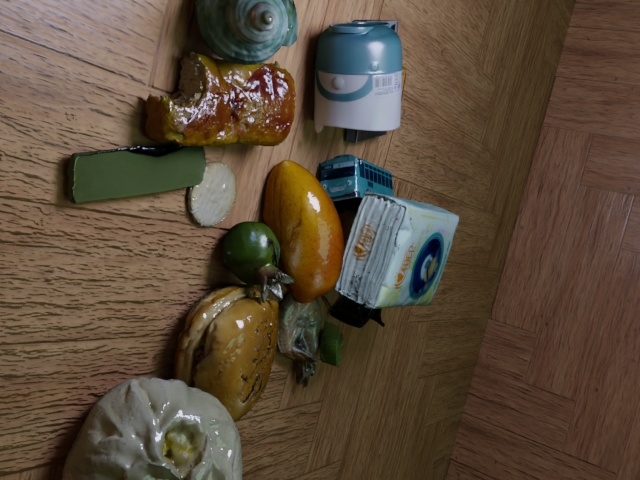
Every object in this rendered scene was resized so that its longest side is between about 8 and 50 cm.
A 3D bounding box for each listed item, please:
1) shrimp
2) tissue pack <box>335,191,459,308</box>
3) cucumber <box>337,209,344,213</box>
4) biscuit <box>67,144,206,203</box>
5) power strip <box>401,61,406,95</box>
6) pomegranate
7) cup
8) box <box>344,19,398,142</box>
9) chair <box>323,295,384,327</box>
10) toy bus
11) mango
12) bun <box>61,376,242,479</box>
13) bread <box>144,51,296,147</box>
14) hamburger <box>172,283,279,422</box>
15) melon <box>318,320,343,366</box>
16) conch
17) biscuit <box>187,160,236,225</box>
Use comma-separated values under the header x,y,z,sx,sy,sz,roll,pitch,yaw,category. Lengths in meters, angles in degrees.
x,y,z,sx,sy,sz,roll,pitch,yaw,category
-0.063,0.282,1.896,0.168,0.077,0.317,-19,116,-42,shrimp
0.219,0.030,1.859,0.388,0.162,0.287,5,104,-59,tissue pack
0.026,-0.090,1.889,0.135,0.033,0.034,27,84,-58,cucumber
-0.340,-0.135,1.293,0.322,0.038,0.099,-18,122,-54,biscuit
0.232,-0.456,2.013,0.049,0.028,0.178,80,20,-65,power strip
-0.140,0.047,1.546,0.131,0.191,0.152,-38,142,-4,pomegranate
0.109,-0.409,1.702,0.290,0.219,0.257,-32,129,-54,cup
0.141,-0.445,1.893,0.180,0.047,0.325,-24,124,-52,box
0.108,0.203,2.061,0.145,0.140,0.221,-48,143,-35,chair
0.101,-0.148,1.872,0.256,0.128,0.147,12,73,-60,toy bus
-0.044,-0.030,1.683,0.201,0.199,0.350,-67,150,-73,mango
-0.309,0.451,1.328,0.365,0.219,0.365,4,80,-27,bun
-0.191,-0.285,1.392,0.380,0.109,0.185,-12,115,-53,bread
-0.205,0.254,1.570,0.284,0.174,0.304,-37,141,-60,hamburger
0.031,0.303,1.977,0.209,0.064,0.118,86,16,-61,melon
-0.136,-0.438,1.331,0.220,0.277,0.195,26,99,-20,conch
-0.235,-0.102,1.488,0.152,0.020,0.152,-32,130,-48,biscuit
